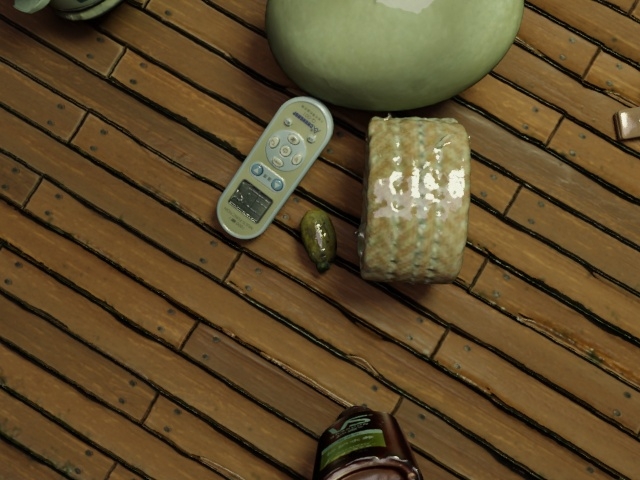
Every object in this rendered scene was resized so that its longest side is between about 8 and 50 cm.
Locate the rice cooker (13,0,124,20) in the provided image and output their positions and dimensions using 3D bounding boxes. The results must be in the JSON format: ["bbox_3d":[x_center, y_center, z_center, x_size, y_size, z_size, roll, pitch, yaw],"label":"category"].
[{"bbox_3d":[-0.371,-0.471,0.899,0.264,0.316,0.317,24,87,29],"label":"rice cooker"}]

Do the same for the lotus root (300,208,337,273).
[{"bbox_3d":[0.000,0.000,0.964,0.049,0.054,0.099,-14,84,22],"label":"lotus root"}]

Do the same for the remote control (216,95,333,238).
[{"bbox_3d":[-0.069,-0.106,0.943,0.087,0.047,0.244,36,110,-5],"label":"remote control"}]

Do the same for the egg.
[{"bbox_3d":[0.096,-0.307,0.878,0.352,0.258,0.258,-1,86,10],"label":"egg"}]

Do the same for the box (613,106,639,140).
[{"bbox_3d":[0.513,-0.185,0.973,0.115,0.025,0.048,-8,84,2],"label":"box"}]

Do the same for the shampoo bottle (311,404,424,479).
[{"bbox_3d":[0.053,0.273,0.807,0.129,0.323,0.084,-21,85,2],"label":"shampoo bottle"}]

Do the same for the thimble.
[{"bbox_3d":[0.124,-0.053,0.888,0.148,0.196,0.229,1,112,0],"label":"thimble"}]
